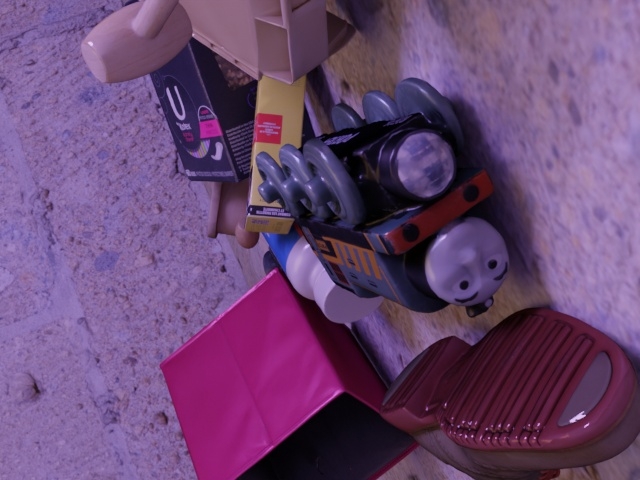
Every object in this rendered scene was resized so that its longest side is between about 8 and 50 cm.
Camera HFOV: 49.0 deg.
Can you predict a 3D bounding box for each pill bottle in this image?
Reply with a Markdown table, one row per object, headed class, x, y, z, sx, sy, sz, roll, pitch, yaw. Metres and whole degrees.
| class | x | y | z | sx | sy | sz | roll | pitch | yaw |
| --- | --- | --- | --- | --- | --- | --- | --- | --- | --- |
| pill bottle | 0.000 | 0.000 | 0.917 | 0.221 | 0.124 | 0.124 | 54 | 162 | 43 |

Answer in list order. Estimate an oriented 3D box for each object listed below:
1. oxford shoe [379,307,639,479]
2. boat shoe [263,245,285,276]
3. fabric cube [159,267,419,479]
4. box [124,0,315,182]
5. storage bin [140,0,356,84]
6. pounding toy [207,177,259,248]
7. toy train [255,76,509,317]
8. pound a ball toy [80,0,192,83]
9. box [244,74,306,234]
| class | x | y | z | sx | sy | sz | roll | pitch | yaw |
| --- | --- | --- | --- | --- | --- | --- | --- | --- | --- |
| oxford shoe | 0.165 | 0.144 | 0.578 | 0.130 | 0.123 | 0.348 | 41 | 166 | -2 |
| boat shoe | -0.043 | 0.036 | 1.177 | 0.340 | 0.113 | 0.127 | 136 | 112 | -77 |
| fabric cube | -0.050 | 0.254 | 1.085 | 0.254 | 0.259 | 0.258 | 43 | -171 | -46 |
| box | -0.140 | -0.230 | 0.981 | 0.165 | 0.143 | 0.270 | 7 | 119 | 56 |
| storage bin | -0.088 | -0.311 | 0.616 | 0.260 | 0.123 | 0.262 | 37 | 154 | 26 |
| pounding toy | -0.101 | -0.076 | 1.171 | 0.154 | 0.155 | 0.269 | 105 | 173 | -53 |
| toy train | 0.053 | -0.031 | 0.653 | 0.190 | 0.142 | 0.334 | 58 | 168 | -13 |
| pound a ball toy | -0.074 | -0.252 | 0.385 | 0.319 | 0.136 | 0.208 | -22 | 105 | 51 |
| box | -0.053 | -0.129 | 0.851 | 0.087 | 0.058 | 0.232 | 129 | 147 | -77 |
